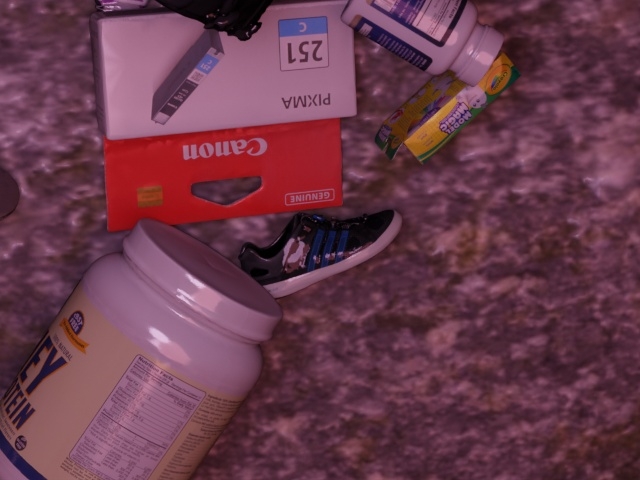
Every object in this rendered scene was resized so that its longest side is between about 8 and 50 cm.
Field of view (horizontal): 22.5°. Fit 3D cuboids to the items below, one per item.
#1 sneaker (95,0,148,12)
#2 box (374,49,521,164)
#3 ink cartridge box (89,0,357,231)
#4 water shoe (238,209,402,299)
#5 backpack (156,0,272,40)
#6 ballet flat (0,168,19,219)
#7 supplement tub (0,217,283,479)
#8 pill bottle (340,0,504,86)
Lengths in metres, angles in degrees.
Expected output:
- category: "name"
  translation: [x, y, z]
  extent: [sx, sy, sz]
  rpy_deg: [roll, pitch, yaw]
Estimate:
- category: "sneaker"
  translation: [-0.249, -0.269, 1.818]
  extent: [0.098, 0.038, 0.069]
  rpy_deg: [24, 100, -16]
- category: "box"
  translation: [0.145, -0.158, 1.888]
  extent: [0.179, 0.105, 0.043]
  rpy_deg: [-40, 110, 4]
- category: "ink cartridge box"
  translation: [-0.106, -0.142, 1.852]
  extent: [0.296, 0.066, 0.261]
  rpy_deg: [-7, 108, -16]
- category: "water shoe"
  translation: [0.000, 0.000, 1.928]
  extent: [0.203, 0.073, 0.080]
  rpy_deg: [-27, 107, -2]
- category: "backpack"
  translation: [-0.070, -0.412, 1.607]
  extent: [0.273, 0.290, 0.355]
  rpy_deg: [44, 102, 7]
- category: "ballet flat"
  translation: [-0.472, -0.047, 1.842]
  extent: [0.250, 0.058, 0.084]
  rpy_deg: [-4, 72, -15]
- category: "supplement tub"
  translation: [-0.213, 0.162, 1.852]
  extent: [0.235, 0.235, 0.325]
  rpy_deg: [32, 99, -17]
- category: "pill bottle"
  translation: [0.116, -0.242, 1.792]
  extent: [0.169, 0.094, 0.094]
  rpy_deg: [31, 99, -6]
